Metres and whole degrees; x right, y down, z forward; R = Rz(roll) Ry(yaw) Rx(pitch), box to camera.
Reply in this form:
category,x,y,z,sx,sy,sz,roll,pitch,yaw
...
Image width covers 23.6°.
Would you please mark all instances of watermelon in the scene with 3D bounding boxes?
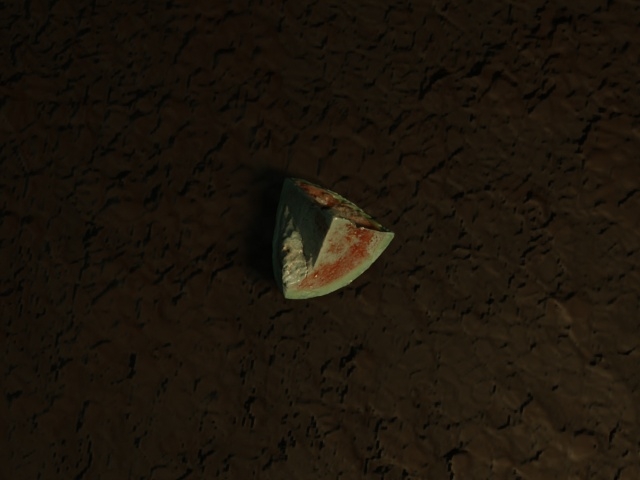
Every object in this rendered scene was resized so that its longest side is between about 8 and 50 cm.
category,x,y,z,sx,sy,sz,roll,pitch,yaw
watermelon,0.000,0.000,1.004,0.085,0.061,0.085,2,69,-6
